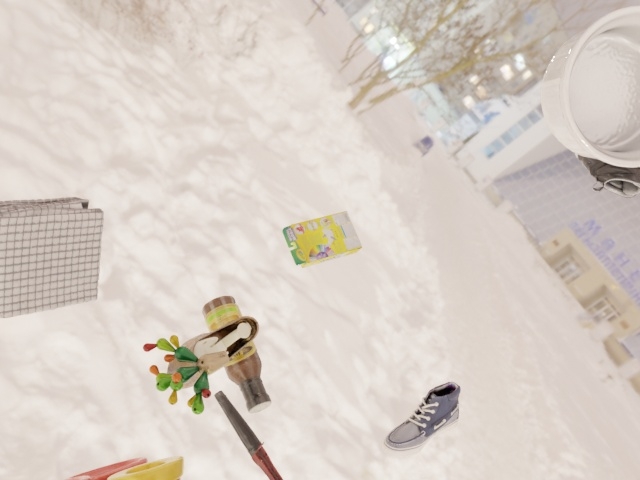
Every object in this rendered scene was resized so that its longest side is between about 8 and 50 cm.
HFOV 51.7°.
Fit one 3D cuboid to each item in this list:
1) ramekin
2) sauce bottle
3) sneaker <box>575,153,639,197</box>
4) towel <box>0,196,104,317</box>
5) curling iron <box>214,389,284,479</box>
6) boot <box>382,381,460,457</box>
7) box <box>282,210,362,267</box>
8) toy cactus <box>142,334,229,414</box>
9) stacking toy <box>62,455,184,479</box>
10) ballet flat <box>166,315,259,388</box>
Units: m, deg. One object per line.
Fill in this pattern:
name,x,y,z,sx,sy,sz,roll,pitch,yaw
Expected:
ramekin,0.547,-0.275,1.215,0.277,0.277,0.135,48,0,-10
sauce bottle,-0.233,0.322,1.888,0.111,0.111,0.344,26,31,-59
sneaker,0.725,-0.183,1.488,0.101,0.269,0.153,59,21,-65
towel,-0.621,0.028,1.436,0.121,0.235,0.284,18,17,34
curling iron,-0.113,0.393,1.216,0.274,0.035,0.068,58,-7,9
boot,0.190,0.331,1.243,0.190,0.086,0.069,-17,27,-39
box,0.000,0.000,1.580,0.179,0.043,0.105,-14,72,-28
toy cactus,-0.299,0.293,1.529,0.180,0.112,0.219,-18,43,-33
stacking toy,-0.375,0.458,1.086,0.280,0.309,0.130,-10,79,-31
ballet flat,-0.262,0.268,1.681,0.107,0.106,0.316,59,34,-4
